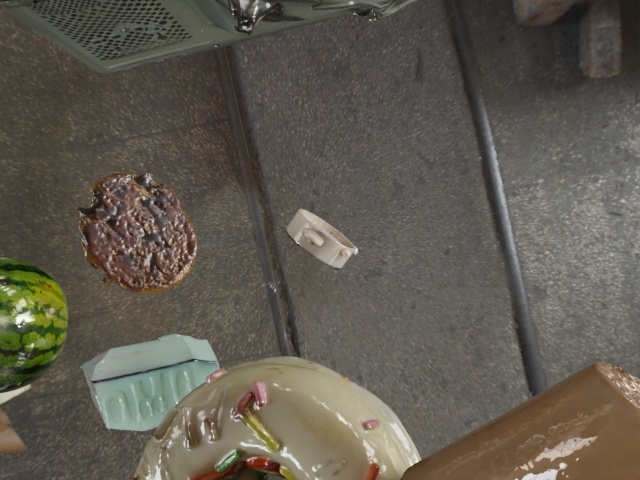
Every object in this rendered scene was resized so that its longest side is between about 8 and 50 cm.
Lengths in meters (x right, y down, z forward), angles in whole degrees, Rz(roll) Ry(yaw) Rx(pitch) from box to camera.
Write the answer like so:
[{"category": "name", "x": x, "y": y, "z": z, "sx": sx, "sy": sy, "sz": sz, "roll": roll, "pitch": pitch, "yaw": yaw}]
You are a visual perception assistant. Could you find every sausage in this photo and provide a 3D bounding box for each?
[{"category": "sausage", "x": 0.192, "y": 0.201, "z": 0.478, "sx": 0.123, "sy": 0.123, "sz": 0.253, "roll": 46, "pitch": 118, "yaw": -2}]

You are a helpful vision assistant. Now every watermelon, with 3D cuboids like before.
[{"category": "watermelon", "x": -0.679, "y": 0.176, "z": 1.185, "sx": 0.285, "sy": 0.285, "sz": 0.285, "roll": 0, "pitch": 90, "yaw": -3}]

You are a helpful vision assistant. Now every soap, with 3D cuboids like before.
[{"category": "soap", "x": -0.305, "y": 0.264, "z": 1.028, "sx": 0.230, "sy": 0.091, "sz": 0.145, "roll": -13, "pitch": 115, "yaw": -22}]

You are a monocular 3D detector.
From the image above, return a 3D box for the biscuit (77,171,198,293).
[{"category": "biscuit", "x": -0.478, "y": -0.018, "z": 1.462, "sx": 0.289, "sy": 0.081, "sz": 0.334, "roll": -16, "pitch": 79, "yaw": -34}]

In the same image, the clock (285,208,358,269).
[{"category": "clock", "x": 0.000, "y": 0.000, "z": 1.223, "sx": 0.155, "sy": 0.229, "sz": 0.063, "roll": 38, "pitch": 102, "yaw": 8}]

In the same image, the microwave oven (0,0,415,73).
[{"category": "microwave oven", "x": -0.055, "y": -0.351, "z": 0.437, "sx": 0.431, "sy": 0.236, "sz": 0.375, "roll": -10, "pitch": 83, "yaw": 9}]

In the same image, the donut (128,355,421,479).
[{"category": "donut", "x": -0.062, "y": 0.324, "z": 0.642, "sx": 0.382, "sy": 0.142, "sz": 0.383, "roll": -5, "pitch": 76, "yaw": 21}]
